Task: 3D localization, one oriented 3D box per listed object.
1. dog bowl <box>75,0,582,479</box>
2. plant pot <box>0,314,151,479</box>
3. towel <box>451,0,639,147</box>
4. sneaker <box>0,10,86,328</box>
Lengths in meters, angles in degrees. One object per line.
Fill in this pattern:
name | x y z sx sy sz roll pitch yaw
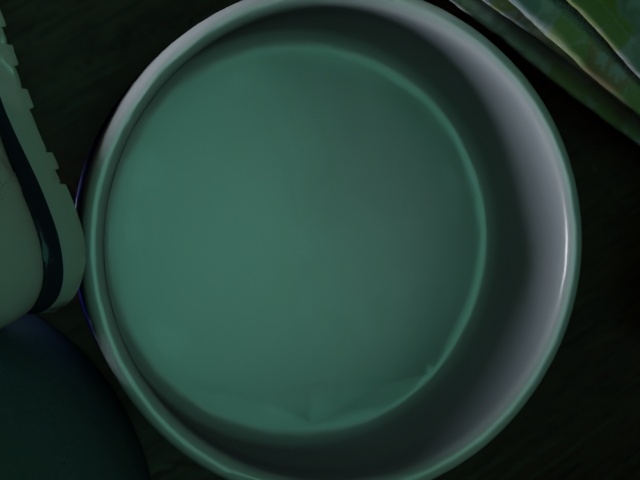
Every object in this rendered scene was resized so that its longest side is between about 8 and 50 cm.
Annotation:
dog bowl | 0.000 0.000 0.677 0.265 0.104 0.265 -1 92 -16
plant pot | -0.208 0.165 0.576 0.290 0.195 0.290 -1 92 -16
towel | 0.219 -0.245 0.663 0.320 0.090 0.374 29 97 -40
sneaker | -0.199 -0.063 0.593 0.095 0.090 0.235 -17 72 -42
